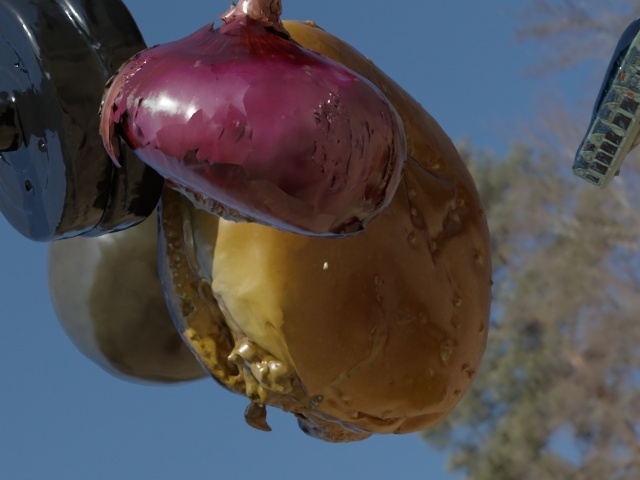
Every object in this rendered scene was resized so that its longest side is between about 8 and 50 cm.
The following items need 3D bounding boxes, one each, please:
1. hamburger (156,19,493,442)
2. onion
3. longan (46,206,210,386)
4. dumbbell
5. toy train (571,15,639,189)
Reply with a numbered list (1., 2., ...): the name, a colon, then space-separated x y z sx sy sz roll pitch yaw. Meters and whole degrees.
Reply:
1. hamburger: 0.000 0.000 1.385 0.170 0.314 0.290 -26 -37 33
2. onion: -0.024 -0.077 0.891 0.150 0.150 0.140 14 -87 -44
3. longan: -0.135 0.006 1.733 0.248 0.248 0.248 -20 -40 -18
4. dumbbell: -0.261 -0.061 1.241 0.388 0.185 0.185 -18 -40 -31
5. toy train: 0.228 -0.107 1.432 0.043 0.047 0.207 -54 -11 -26
